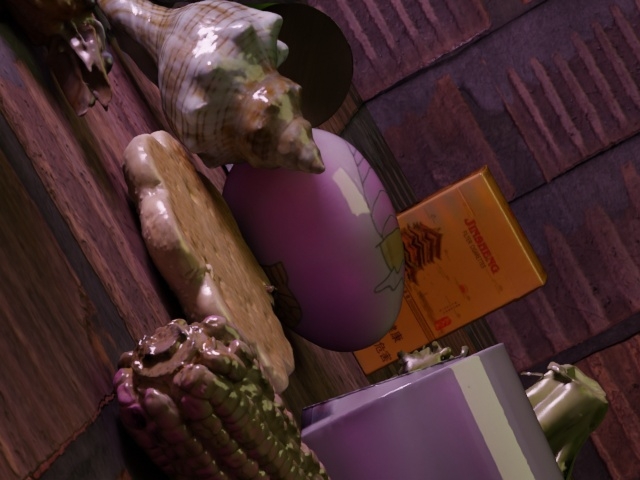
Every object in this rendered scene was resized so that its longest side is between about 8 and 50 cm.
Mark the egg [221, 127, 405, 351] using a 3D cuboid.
[{"bbox_3d":[0.000,0.000,2.135,0.271,0.196,0.196,53,12,-10],"label":"egg"}]

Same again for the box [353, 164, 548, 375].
[{"bbox_3d":[0.141,0.041,2.487,0.174,0.274,0.076,60,14,-6],"label":"box"}]

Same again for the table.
[{"bbox_3d":[-0.069,-0.234,2.493,0.167,0.167,0.227,58,-10,-16],"label":"table"}]

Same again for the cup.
[{"bbox_3d":[0.138,0.296,1.856,0.371,0.253,0.253,64,10,7],"label":"cup"}]

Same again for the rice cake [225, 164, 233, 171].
[{"bbox_3d":[-0.094,-0.094,2.360,0.237,0.043,0.127,61,10,-1],"label":"rice cake"}]

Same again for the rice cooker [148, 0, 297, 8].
[{"bbox_3d":[-0.137,-0.418,2.348,0.316,0.317,0.264,44,50,-60],"label":"rice cooker"}]

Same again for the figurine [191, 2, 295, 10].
[{"bbox_3d":[-0.129,-0.371,2.706,0.263,0.143,0.162,47,-14,53],"label":"figurine"}]

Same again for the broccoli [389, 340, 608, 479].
[{"bbox_3d":[0.218,0.268,2.168,0.293,0.281,0.348,48,16,30],"label":"broccoli"}]

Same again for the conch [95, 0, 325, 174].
[{"bbox_3d":[-0.115,-0.193,2.057,0.386,0.170,0.203,56,-16,33],"label":"conch"}]

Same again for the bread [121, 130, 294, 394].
[{"bbox_3d":[-0.113,0.025,1.912,0.316,0.054,0.316,60,9,-16],"label":"bread"}]

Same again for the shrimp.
[{"bbox_3d":[-0.289,-0.259,1.791,0.317,0.077,0.168,59,20,9],"label":"shrimp"}]

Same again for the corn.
[{"bbox_3d":[-0.056,0.202,1.566,0.335,0.127,0.126,59,10,-33],"label":"corn"}]
